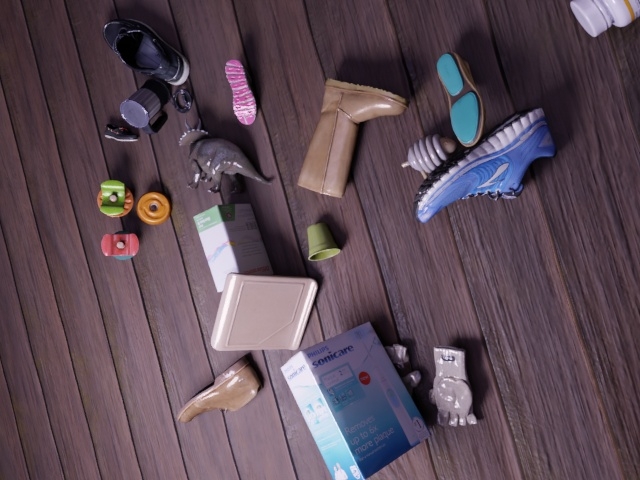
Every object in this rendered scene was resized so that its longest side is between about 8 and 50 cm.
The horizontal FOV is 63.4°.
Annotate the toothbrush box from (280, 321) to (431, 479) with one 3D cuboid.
[{"bbox_3d":[0.078,0.367,1.189,0.295,0.216,0.126,62,142,18],"label":"toothbrush box"}]

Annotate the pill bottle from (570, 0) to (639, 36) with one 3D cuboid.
[{"bbox_3d":[0.581,-0.480,0.950,0.215,0.117,0.117,-36,79,24],"label":"pill bottle"}]

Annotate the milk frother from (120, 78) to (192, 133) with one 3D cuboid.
[{"bbox_3d":[-0.457,-0.382,1.460,0.143,0.134,0.129,-16,125,32],"label":"milk frother"}]

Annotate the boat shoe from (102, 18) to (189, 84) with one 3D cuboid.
[{"bbox_3d":[-0.534,-0.557,1.497,0.340,0.113,0.127,40,110,18],"label":"boat shoe"}]

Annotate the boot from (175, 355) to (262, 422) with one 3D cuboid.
[{"bbox_3d":[-0.294,0.459,1.482,0.305,0.112,0.115,-39,88,22],"label":"boot"}]

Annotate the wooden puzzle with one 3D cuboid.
[{"bbox_3d":[-0.145,0.183,1.328,0.044,0.239,0.220,50,128,57],"label":"wooden puzzle"}]

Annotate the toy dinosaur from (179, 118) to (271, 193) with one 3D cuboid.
[{"bbox_3d":[-0.279,-0.214,1.400,0.314,0.121,0.160,22,117,27],"label":"toy dinosaur"}]

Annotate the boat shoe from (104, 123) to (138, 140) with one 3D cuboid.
[{"bbox_3d":[-0.613,-0.330,1.593,0.133,0.049,0.042,18,110,28],"label":"boat shoe"}]

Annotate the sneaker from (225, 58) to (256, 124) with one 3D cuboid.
[{"bbox_3d":[-0.205,-0.398,1.382,0.063,0.075,0.170,-10,113,10],"label":"sneaker"}]

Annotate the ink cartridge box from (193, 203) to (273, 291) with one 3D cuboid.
[{"bbox_3d":[-0.227,0.017,1.374,0.093,0.154,0.212,-23,85,26],"label":"ink cartridge box"}]

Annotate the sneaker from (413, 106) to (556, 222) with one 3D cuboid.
[{"bbox_3d":[0.342,-0.128,1.074,0.330,0.130,0.147,-34,97,10],"label":"sneaker"}]

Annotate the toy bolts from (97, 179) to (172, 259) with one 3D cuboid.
[{"bbox_3d":[-0.569,-0.053,1.579,0.218,0.158,0.228,5,87,-14],"label":"toy bolts"}]

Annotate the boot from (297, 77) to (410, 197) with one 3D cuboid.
[{"bbox_3d":[0.076,-0.233,1.246,0.236,0.089,0.269,23,105,34],"label":"boot"}]

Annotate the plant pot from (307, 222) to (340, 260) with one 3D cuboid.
[{"bbox_3d":[0.000,0.000,1.309,0.083,0.083,0.079,-23,73,26],"label":"plant pot"}]

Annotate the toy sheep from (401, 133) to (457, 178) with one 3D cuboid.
[{"bbox_3d":[0.243,-0.191,1.164,0.132,0.091,0.091,-25,84,26],"label":"toy sheep"}]

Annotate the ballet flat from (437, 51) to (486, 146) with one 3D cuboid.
[{"bbox_3d":[0.312,-0.299,1.095,0.080,0.073,0.232,-31,60,46],"label":"ballet flat"}]

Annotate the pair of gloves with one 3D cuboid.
[{"bbox_3d":[0.244,0.342,1.232,0.240,0.042,0.204,-7,97,33],"label":"pair of gloves"}]
